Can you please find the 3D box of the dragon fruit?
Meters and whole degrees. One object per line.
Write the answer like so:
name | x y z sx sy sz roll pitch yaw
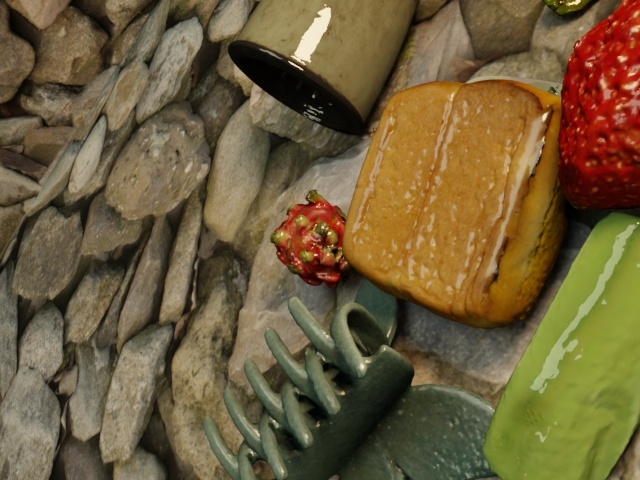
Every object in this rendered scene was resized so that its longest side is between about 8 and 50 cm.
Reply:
dragon fruit | 0.000 0.000 1.046 0.172 0.160 0.166 20 122 59

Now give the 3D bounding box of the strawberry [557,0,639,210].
strawberry | 0.375 -0.142 0.648 0.277 0.257 0.257 -44 45 17

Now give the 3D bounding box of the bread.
bread | 0.199 -0.060 0.878 0.328 0.148 0.337 17 92 50

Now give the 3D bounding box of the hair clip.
hair clip | 0.018 0.238 0.862 0.318 0.238 0.392 -53 43 17

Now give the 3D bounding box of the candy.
candy | 0.311 0.134 0.678 0.132 0.142 0.343 30 94 39

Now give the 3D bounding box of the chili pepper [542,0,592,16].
chili pepper | 0.422 -0.423 0.882 0.204 0.073 0.072 -51 60 32

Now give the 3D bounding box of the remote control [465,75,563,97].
remote control | 0.311 -0.196 0.907 0.256 0.045 0.097 29 102 46

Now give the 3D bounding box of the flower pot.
flower pot | 0.034 -0.411 1.138 0.293 0.293 0.330 29 86 49
